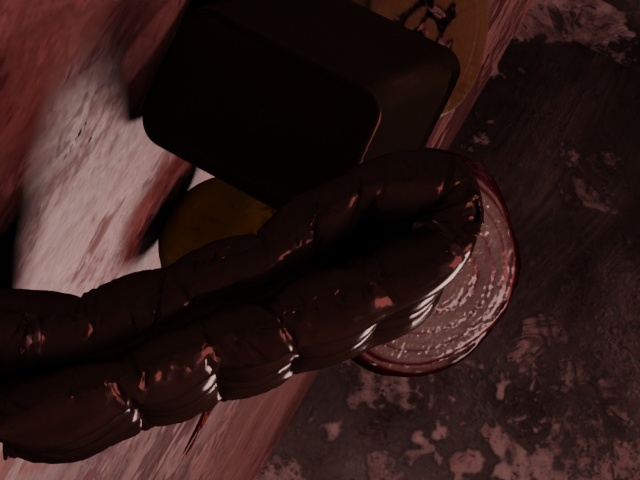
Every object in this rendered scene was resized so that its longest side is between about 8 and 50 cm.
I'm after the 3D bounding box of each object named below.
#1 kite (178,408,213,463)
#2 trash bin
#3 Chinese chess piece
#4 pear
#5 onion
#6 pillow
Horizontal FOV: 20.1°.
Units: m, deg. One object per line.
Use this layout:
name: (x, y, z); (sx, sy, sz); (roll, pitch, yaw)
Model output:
kite: (-0.127, 0.186, 2.406); (0.222, 0.008, 0.125); (-64, 176, 27)
trash bin: (-0.013, -0.105, 1.307); (0.122, 0.164, 0.240); (-64, 171, 16)
Chinese chess piece: (0.068, -0.190, 1.534); (0.188, 0.083, 0.188); (-2, 93, -51)
pear: (-0.079, 0.003, 1.484); (0.131, 0.107, 0.107); (-42, 161, -51)
onion: (0.133, 0.020, 2.611); (0.260, 0.282, 0.336); (-119, -135, -73)
pillow: (-0.060, 0.048, 1.126); (0.326, 0.101, 0.228); (-18, 170, -7)
